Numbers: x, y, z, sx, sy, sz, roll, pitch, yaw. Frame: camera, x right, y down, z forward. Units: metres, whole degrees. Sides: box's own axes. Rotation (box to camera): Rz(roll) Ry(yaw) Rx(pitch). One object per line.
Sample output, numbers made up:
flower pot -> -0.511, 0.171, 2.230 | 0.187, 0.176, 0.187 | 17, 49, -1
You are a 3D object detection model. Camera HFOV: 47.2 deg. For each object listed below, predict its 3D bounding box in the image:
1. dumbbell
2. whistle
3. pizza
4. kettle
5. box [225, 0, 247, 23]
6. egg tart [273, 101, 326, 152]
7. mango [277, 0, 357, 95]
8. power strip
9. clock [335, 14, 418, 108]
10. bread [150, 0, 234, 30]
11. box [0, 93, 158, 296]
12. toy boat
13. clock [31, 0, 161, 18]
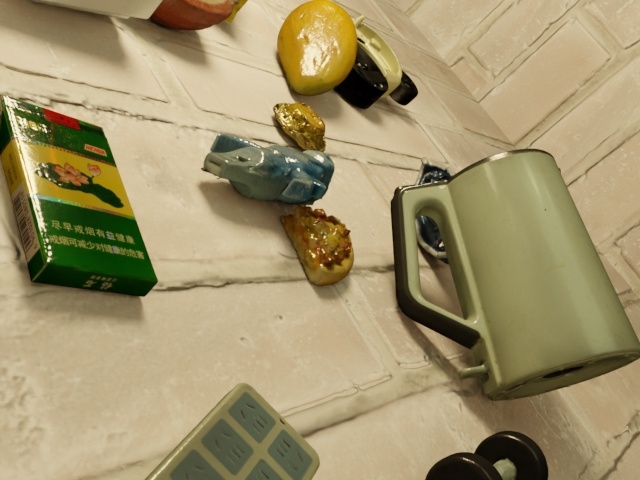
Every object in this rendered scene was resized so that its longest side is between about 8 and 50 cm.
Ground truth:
dumbbell -> 0.214, 0.307, 0.933 | 0.191, 0.100, 0.100 | 4, 49, -55
whistle -> -0.067, -0.102, 1.100 | 0.180, 0.093, 0.269 | 33, 16, 30
pizza -> 0.001, 0.000, 1.108 | 0.134, 0.046, 0.175 | 39, 26, -17
kettle -> 0.299, 0.063, 1.231 | 0.361, 0.250, 0.377 | -10, 67, -9
box -> -0.222, -0.587, 1.508 | 0.168, 0.097, 0.265 | 27, 39, -27
egg tart -> -0.031, -0.215, 1.369 | 0.130, 0.052, 0.130 | 40, 24, -22
mango -> -0.008, -0.419, 1.591 | 0.176, 0.119, 0.317 | 13, 49, -6
power strip -> -0.089, 0.226, 0.638 | 0.118, 0.046, 0.270 | 48, 26, 1
clock -> 0.104, -0.459, 1.871 | 0.276, 0.120, 0.379 | 54, 26, 6
bread -> -0.256, -0.458, 1.251 | 0.244, 0.123, 0.190 | -4, 85, -46
box -> -0.263, -0.048, 0.775 | 0.132, 0.034, 0.235 | 14, 41, -49
toy boat -> 0.239, -0.067, 1.480 | 0.142, 0.129, 0.309 | 47, 25, -35
clock -> -0.380, -0.432, 1.056 | 0.231, 0.116, 0.262 | -12, 63, -48
